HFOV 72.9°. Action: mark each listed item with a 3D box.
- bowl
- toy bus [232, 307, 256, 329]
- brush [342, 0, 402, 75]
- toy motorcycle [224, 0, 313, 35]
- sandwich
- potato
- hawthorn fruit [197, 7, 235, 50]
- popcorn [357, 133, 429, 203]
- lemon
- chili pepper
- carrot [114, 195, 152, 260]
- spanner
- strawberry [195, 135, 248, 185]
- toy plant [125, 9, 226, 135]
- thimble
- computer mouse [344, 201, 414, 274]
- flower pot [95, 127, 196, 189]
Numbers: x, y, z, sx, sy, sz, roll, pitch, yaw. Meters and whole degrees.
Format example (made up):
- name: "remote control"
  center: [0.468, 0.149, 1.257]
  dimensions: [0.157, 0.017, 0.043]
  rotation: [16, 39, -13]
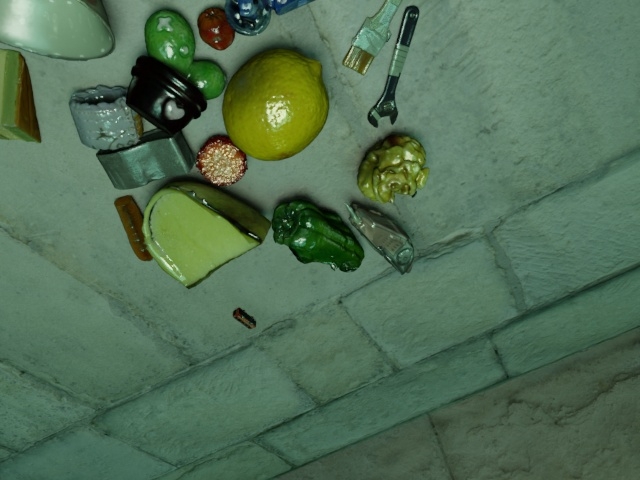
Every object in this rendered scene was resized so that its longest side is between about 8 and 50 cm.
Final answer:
- name: "bowl"
  center: [-0.564, -0.497, 0.824]
  dimensions: [0.338, 0.337, 0.157]
  rotation: [7, 86, -17]
- name: "toy bus"
  center: [-0.288, 0.298, 1.645]
  dimensions: [0.043, 0.031, 0.110]
  rotation: [-27, 130, 19]
- name: "brush"
  center: [0.168, -0.563, 1.048]
  dimensions: [0.086, 0.020, 0.336]
  rotation: [19, 122, -25]
- name: "toy motorcycle"
  center: [-0.081, -0.594, 0.904]
  dimensions: [0.319, 0.240, 0.182]
  rotation: [-24, 170, 1]
- name: "sandwich"
  center: [-0.751, -0.344, 1.039]
  dimensions: [0.117, 0.144, 0.187]
  rotation: [4, 92, -15]
- name: "potato"
  center: [-0.341, -0.063, 1.257]
  dimensions: [0.330, 0.212, 0.280]
  rotation: [-33, 110, 26]
- name: "hawthorn fruit"
  center: [-0.237, -0.483, 0.996]
  dimensions: [0.093, 0.093, 0.093]
  rotation: [-6, 129, -7]
- name: "popcorn"
  center: [0.206, -0.197, 1.243]
  dimensions: [0.170, 0.189, 0.218]
  rotation: [33, 114, -29]
- name: "lemon"
  center: [-0.107, -0.321, 1.044]
  dimensions: [0.268, 0.267, 0.267]
  rotation: [-6, 129, -7]
- name: "chili pepper"
  center: [-0.001, -0.010, 1.372]
  dimensions: [0.385, 0.213, 0.167]
  rotation: [33, 72, -53]
- name: "carrot"
  center: [-0.550, -0.028, 1.303]
  dimensions: [0.067, 0.067, 0.225]
  rotation: [-9, 128, -5]
- name: "spanner"
  center: [0.203, -0.448, 1.151]
  dimensions: [0.087, 0.024, 0.315]
  rotation: [3, 126, -16]
- name: "strawberry"
  center: [-0.271, -0.221, 1.191]
  dimensions: [0.145, 0.086, 0.145]
  rotation: [-7, 131, -8]
- name: "toy plant"
  center: [-0.339, -0.379, 1.003]
  dimensions: [0.218, 0.175, 0.235]
  rotation: [38, 79, -42]
- name: "thimble"
  center: [-0.515, -0.298, 1.049]
  dimensions: [0.152, 0.127, 0.117]
  rotation: [-8, 131, -11]
- name: "computer mouse"
  center: [0.198, -0.028, 1.396]
  dimensions: [0.115, 0.199, 0.389]
  rotation: [-46, 126, -1]
- name: "flower pot"
  center: [-0.457, -0.219, 1.143]
  dimensions: [0.230, 0.103, 0.108]
  rotation: [-14, 128, 2]
